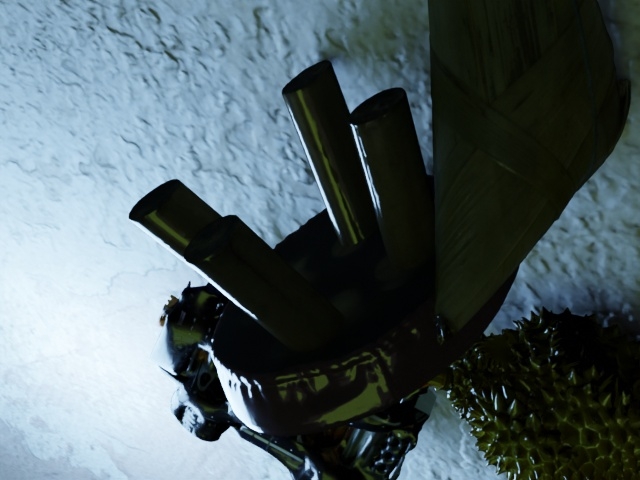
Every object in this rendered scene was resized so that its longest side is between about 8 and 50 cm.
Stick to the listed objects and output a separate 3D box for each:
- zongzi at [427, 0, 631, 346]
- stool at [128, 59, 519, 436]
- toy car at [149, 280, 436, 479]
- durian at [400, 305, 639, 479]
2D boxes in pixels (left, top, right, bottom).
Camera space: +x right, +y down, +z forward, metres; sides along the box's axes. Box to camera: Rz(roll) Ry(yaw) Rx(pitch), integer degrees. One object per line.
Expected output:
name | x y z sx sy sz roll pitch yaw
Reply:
zongzi | 0.099 -0.093 0.762 0.115 0.256 0.228 8 137 43
stool | 0.000 0.000 0.912 0.272 0.272 0.178 -12 123 41
toy car | -0.035 0.147 1.222 0.301 0.118 0.193 30 134 3
durian | 0.201 0.125 1.007 0.237 0.193 0.138 18 123 -9
